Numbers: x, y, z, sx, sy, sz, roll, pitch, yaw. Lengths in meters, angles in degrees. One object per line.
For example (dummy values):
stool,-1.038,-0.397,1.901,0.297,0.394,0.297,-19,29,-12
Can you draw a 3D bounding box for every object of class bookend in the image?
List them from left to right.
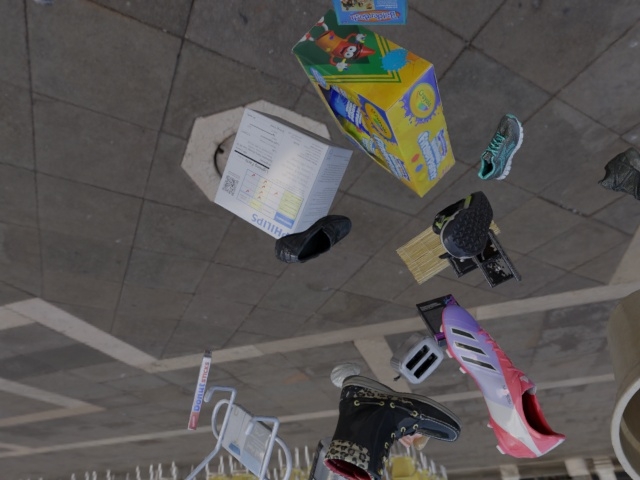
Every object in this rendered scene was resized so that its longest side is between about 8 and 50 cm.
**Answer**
bookend,0.437,0.072,1.203,0.157,0.156,0.072,-32,167,23

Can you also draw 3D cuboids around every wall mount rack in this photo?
wall mount rack,-0.238,0.547,1.094,0.131,0.303,0.350,22,172,-42

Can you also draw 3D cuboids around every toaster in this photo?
toaster,0.359,0.447,1.648,0.227,0.129,0.146,-42,175,-9

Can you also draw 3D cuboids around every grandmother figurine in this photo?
grandmother figurine,0.175,0.492,1.325,0.342,0.104,0.208,39,164,-3

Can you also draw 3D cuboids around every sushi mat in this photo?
sushi mat,0.420,0.003,1.463,0.317,0.151,0.019,-36,148,14

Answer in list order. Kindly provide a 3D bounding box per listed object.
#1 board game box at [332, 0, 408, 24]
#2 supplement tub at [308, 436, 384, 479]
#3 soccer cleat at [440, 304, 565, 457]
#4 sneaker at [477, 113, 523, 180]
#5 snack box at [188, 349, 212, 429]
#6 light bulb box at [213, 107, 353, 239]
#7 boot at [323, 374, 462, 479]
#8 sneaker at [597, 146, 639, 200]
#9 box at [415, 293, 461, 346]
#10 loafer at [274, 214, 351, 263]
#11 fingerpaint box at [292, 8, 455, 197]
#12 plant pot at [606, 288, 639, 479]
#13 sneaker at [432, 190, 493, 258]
board game box,0.099,-0.528,0.906,0.160,0.047,0.210,5,173,12
supplement tub,0.050,0.765,1.253,0.207,0.337,0.207,14,172,2
soccer cleat,0.274,0.203,0.679,0.083,0.247,0.095,3,145,-38
sneaker,0.409,-0.206,1.010,0.076,0.065,0.166,-21,131,-24
snack box,-0.295,0.364,1.076,0.022,0.178,0.064,12,180,-14
light bulb box,-0.134,-0.228,1.566,0.225,0.358,0.360,-13,129,-63
boot,0.130,0.360,0.789,0.237,0.178,0.085,19,127,9
sneaker,0.943,-0.157,1.330,0.087,0.227,0.130,1,152,-45
box,0.358,0.225,1.256,0.116,0.162,0.029,-15,125,-4
loafer,0.000,0.000,0.970,0.223,0.078,0.076,-25,123,-42
fingerpaint box,0.166,-0.366,1.242,0.163,0.371,0.445,-46,150,1
plant pot,0.664,0.235,0.764,0.334,0.305,0.333,8,114,18
sneaker,0.256,-0.020,0.827,0.097,0.084,0.235,-23,-174,38
